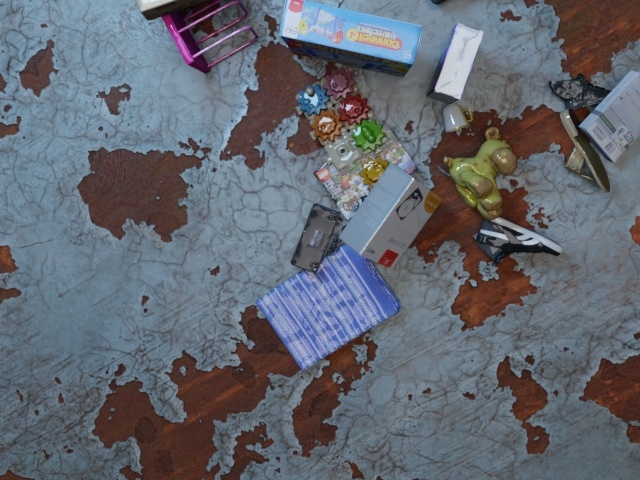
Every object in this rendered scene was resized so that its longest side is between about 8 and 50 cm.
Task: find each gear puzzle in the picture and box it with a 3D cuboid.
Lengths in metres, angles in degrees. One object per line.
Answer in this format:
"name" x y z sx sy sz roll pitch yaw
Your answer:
"gear puzzle" 0.070 -0.277 1.709 0.176 0.044 0.338 -30 82 8

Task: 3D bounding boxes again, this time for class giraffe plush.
"giraffe plush" 0.430 -0.184 1.701 0.170 0.181 0.210 -39 60 -2

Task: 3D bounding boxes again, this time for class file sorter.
"file sorter" -0.301 -0.597 1.641 0.182 0.202 0.290 -28 96 6

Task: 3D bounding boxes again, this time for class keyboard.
"keyboard" 0.000 0.000 1.793 0.108 0.023 0.180 22 91 6

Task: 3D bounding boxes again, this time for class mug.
"mug" 0.350 -0.321 1.725 0.062 0.078 0.064 -18 88 38

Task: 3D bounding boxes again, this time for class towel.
"towel" 0.023 0.180 1.824 0.336 0.040 0.243 -33 95 8

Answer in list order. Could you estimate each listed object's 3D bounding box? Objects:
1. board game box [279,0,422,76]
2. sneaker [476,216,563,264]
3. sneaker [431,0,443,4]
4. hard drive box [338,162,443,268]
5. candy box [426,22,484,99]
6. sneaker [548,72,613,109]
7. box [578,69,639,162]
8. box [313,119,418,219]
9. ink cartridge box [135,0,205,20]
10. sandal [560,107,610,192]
"board game box" 0.073 -0.478 1.586 0.309 0.302 0.086 13 99 2
"sneaker" 0.518 0.021 1.756 0.217 0.079 0.121 25 103 8
"sneaker" 0.408 -0.662 1.642 0.286 0.109 0.130 -32 102 9
"hard drive box" 0.183 -0.059 1.700 0.089 0.181 0.232 42 102 35
"candy box" 0.328 -0.430 1.631 0.070 0.196 0.164 19 99 1
"sneaker" 0.677 -0.388 1.691 0.170 0.051 0.089 -13 102 9
"box" 0.765 -0.312 1.677 0.145 0.038 0.186 36 101 -29
"box" 0.119 -0.185 1.758 0.233 0.044 0.159 -36 95 8
"ink cartridge box" -0.323 -0.632 1.496 0.235 0.088 0.193 -20 96 1
"sandal" 0.661 -0.221 1.717 0.079 0.088 0.240 -24 100 40
